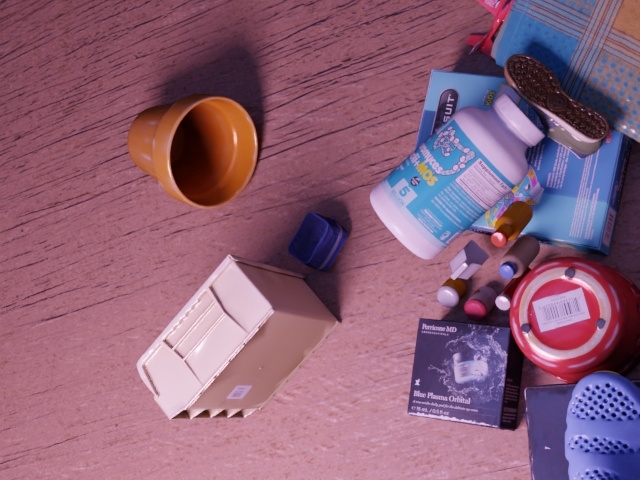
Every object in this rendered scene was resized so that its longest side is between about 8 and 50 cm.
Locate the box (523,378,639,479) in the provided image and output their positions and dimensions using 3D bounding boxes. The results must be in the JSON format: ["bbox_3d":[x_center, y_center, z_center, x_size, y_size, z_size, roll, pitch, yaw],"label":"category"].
[{"bbox_3d":[0.540,0.416,1.319,0.480,0.297,0.471,-7,75,26],"label":"box"}]

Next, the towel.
[{"bbox_3d":[0.453,-0.307,1.519,0.370,0.040,0.271,35,117,26],"label":"towel"}]

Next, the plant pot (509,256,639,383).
[{"bbox_3d":[0.382,0.121,1.529,0.191,0.174,0.191,-4,81,26],"label":"plant pot"}]

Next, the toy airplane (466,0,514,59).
[{"bbox_3d":[0.303,-0.371,1.743,0.151,0.028,0.151,-6,77,27],"label":"toy airplane"}]

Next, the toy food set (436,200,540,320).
[{"bbox_3d":[0.258,0.055,1.596,0.111,0.104,0.232,44,130,5],"label":"toy food set"}]

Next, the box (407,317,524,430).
[{"bbox_3d":[0.232,0.211,1.631,0.156,0.093,0.158,4,81,27],"label":"box"}]

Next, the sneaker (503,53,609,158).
[{"bbox_3d":[0.348,-0.195,1.561,0.064,0.086,0.192,-39,68,-15],"label":"sneaker"}]

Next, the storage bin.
[{"bbox_3d":[-0.134,0.175,1.728,0.260,0.262,0.123,-48,66,11],"label":"storage bin"}]

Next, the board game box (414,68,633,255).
[{"bbox_3d":[0.318,-0.130,1.660,0.336,0.079,0.253,11,86,28],"label":"board game box"}]

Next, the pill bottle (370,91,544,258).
[{"bbox_3d":[0.214,-0.105,1.580,0.264,0.146,0.146,-43,65,13],"label":"pill bottle"}]

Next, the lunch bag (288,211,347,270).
[{"bbox_3d":[0.000,0.000,1.806,0.067,0.065,0.098,37,99,43],"label":"lunch bag"}]

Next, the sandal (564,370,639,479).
[{"bbox_3d":[0.343,0.310,1.203,0.126,0.138,0.317,-10,74,28],"label":"sandal"}]

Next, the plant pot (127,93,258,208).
[{"bbox_3d":[-0.252,-0.175,1.906,0.188,0.205,0.205,16,87,45],"label":"plant pot"}]
